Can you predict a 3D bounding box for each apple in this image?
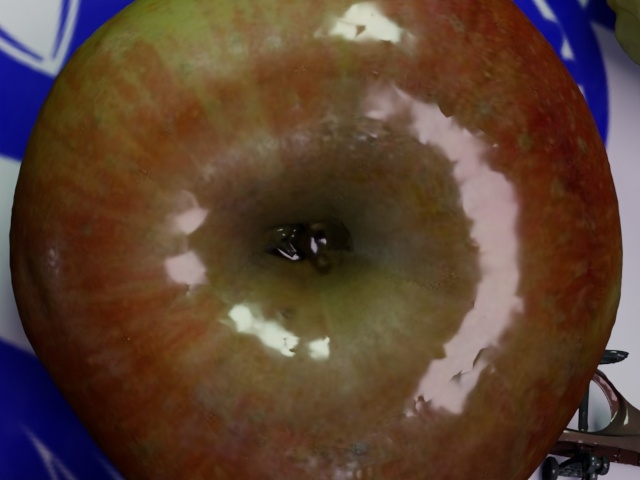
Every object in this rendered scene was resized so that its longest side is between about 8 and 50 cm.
[{"bbox_3d":[0.000,0.000,0.937,0.301,0.301,0.301,1,87,-29],"label":"apple"}]

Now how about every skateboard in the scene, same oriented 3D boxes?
[{"bbox_3d":[0.184,0.106,1.135,0.151,0.067,0.080,10,74,-24],"label":"skateboard"}]

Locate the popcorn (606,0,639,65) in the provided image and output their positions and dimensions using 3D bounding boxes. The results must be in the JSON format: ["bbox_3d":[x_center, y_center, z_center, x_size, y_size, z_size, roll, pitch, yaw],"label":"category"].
[{"bbox_3d":[0.272,-0.190,1.099,0.249,0.225,0.249,-2,94,-26],"label":"popcorn"}]
